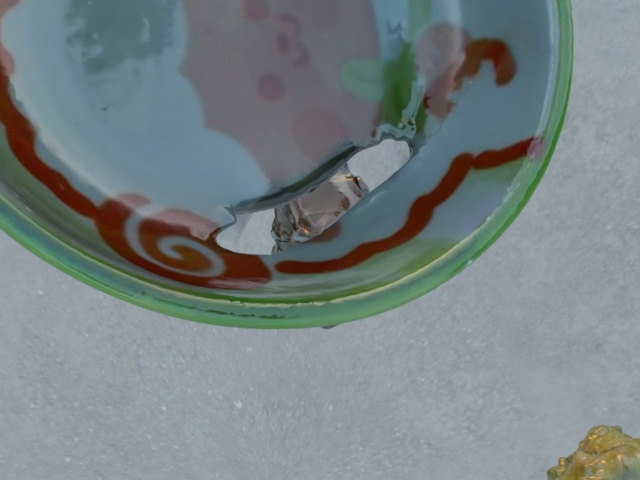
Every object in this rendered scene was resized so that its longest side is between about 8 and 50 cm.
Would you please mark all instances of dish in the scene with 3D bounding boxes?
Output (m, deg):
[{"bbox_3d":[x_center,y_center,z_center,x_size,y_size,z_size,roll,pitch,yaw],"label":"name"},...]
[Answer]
[{"bbox_3d":[-0.043,-0.112,0.395,0.324,0.124,0.324,4,78,-20],"label":"dish"}]

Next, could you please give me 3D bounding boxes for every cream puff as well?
[{"bbox_3d":[0.303,0.253,0.819,0.146,0.116,0.146,-3,116,-7],"label":"cream puff"}]

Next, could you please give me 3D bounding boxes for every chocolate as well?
[{"bbox_3d":[0.000,0.000,0.951,0.093,0.214,0.148,-25,54,-19],"label":"chocolate"}]

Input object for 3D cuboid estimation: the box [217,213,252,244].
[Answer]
[{"bbox_3d":[-0.189,-0.131,1.084,0.252,0.203,0.106,21,31,-15],"label":"box"}]
